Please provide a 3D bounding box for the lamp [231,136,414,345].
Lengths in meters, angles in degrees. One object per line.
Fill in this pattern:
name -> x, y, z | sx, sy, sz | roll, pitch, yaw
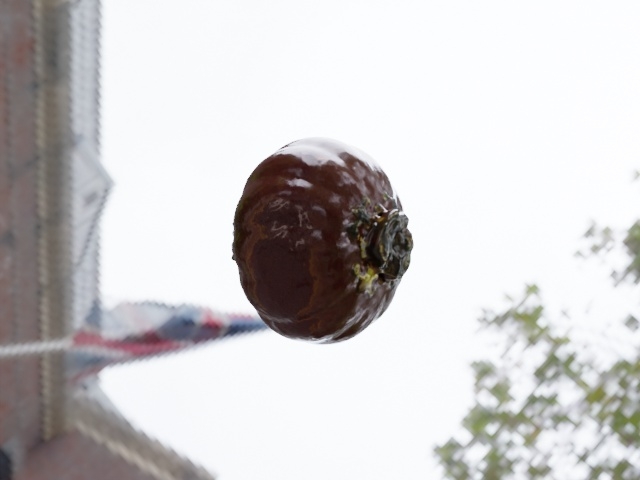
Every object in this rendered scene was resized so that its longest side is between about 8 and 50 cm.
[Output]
lamp -> 0.000, 0.000, 0.836 | 0.090, 0.101, 0.101 | -2, -63, 32
